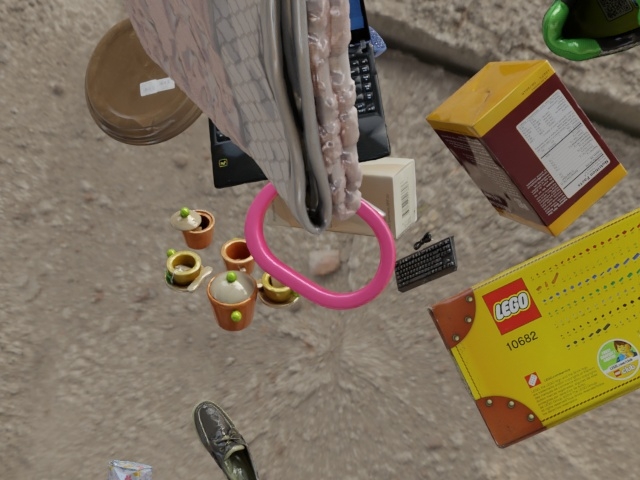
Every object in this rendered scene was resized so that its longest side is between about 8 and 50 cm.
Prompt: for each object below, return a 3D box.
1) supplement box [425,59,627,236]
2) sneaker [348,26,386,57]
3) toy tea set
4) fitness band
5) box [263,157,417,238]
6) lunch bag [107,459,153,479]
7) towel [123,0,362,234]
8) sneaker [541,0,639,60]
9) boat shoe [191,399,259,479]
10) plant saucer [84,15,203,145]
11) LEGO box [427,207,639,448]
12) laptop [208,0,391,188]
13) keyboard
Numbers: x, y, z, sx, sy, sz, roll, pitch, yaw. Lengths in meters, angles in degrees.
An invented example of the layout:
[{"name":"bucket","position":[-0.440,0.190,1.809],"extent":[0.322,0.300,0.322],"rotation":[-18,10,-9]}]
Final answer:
[{"name":"supplement box","position":[0.277,-0.131,1.167],"extent":[0.129,0.191,0.194],"rotation":[-41,105,-1]},{"name":"sneaker","position":[0.026,-0.382,1.656],"extent":[0.090,0.232,0.081],"rotation":[-42,62,38]},{"name":"toy tea set","position":[-0.199,0.036,1.670],"extent":[0.336,0.124,0.200],"rotation":[33,51,29]},{"name":"fitness band","position":[0.000,0.000,1.529],"extent":[0.291,0.054,0.209],"rotation":[32,98,11]},{"name":"box","position":[0.040,-0.102,1.819],"extent":[0.311,0.121,0.148],"rotation":[5,115,27]},{"name":"lunch bag","position":[-0.339,0.425,1.483],"extent":[0.083,0.053,0.071],"rotation":[0,83,29]},{"name":"towel","position":[-0.085,-0.204,0.541],"extent":[0.053,0.332,0.317],"rotation":[-27,50,-18]},{"name":"sneaker","position":[0.365,-0.265,0.803],"extent":[0.134,0.343,0.146],"rotation":[52,47,-6]},{"name":"boat shoe","position":[-0.177,0.415,1.674],"extent":[0.080,0.073,0.223],"rotation":[-26,86,-27]},{"name":"plant saucer","position":[-0.325,-0.314,1.587],"extent":[0.278,0.041,0.278],"rotation":[-3,77,15]},{"name":"LEGO box","position":[0.424,0.091,1.144],"extent":[0.500,0.372,0.193],"rotation":[-26,74,5]},{"name":"laptop","position":[-0.050,-0.227,1.068],"extent":[0.234,0.136,0.264],"rotation":[-10,71,8]},{"name":"keyboard","position":[0.225,0.039,1.847],"extent":[0.023,0.180,0.108],"rotation":[12,64,-37]}]
